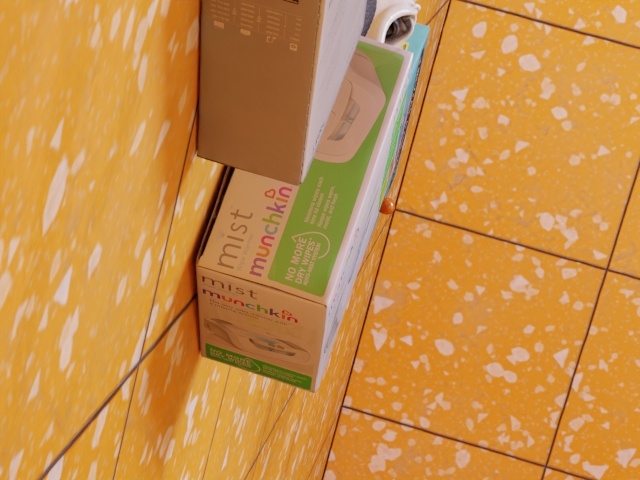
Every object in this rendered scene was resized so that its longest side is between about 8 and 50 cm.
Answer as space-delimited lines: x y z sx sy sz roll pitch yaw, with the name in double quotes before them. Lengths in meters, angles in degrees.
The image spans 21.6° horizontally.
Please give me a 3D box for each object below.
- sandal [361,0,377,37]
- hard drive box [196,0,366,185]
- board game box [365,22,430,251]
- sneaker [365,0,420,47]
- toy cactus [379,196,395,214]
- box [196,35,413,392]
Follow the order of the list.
"sandal" -0.004 -0.167 1.702 0.097 0.054 0.254 -61 177 -37
"hard drive box" -0.021 -0.184 1.240 0.232 0.089 0.181 97 11 -54
"board game box" 0.056 -0.112 2.238 0.336 0.079 0.254 -66 171 -52
"sneaker" 0.066 -0.261 1.848 0.094 0.091 0.258 95 12 -62
"toy cactus" 0.000 0.000 1.986 0.180 0.112 0.219 -44 160 -59
"box" -0.018 -0.030 1.535 0.231 0.126 0.262 98 11 -65
